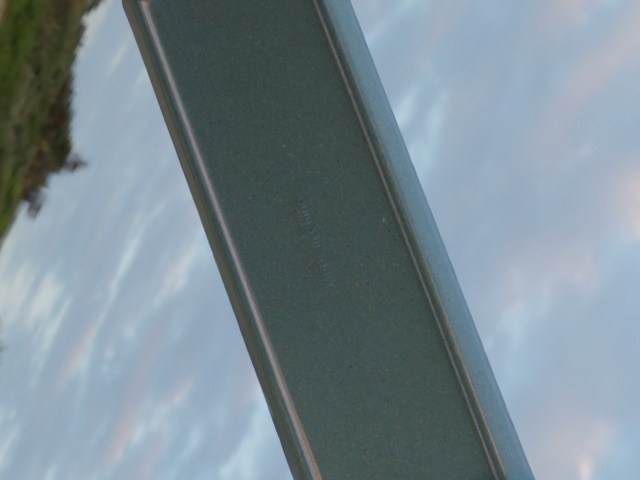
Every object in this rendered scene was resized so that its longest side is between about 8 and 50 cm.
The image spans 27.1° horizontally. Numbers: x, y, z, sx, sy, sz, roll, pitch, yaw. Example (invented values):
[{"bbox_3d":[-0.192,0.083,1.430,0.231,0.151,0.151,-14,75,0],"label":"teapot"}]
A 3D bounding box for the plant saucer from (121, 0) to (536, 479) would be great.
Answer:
[{"bbox_3d":[0.000,0.000,0.388,0.067,0.192,0.018,-21,172,8],"label":"plant saucer"}]
